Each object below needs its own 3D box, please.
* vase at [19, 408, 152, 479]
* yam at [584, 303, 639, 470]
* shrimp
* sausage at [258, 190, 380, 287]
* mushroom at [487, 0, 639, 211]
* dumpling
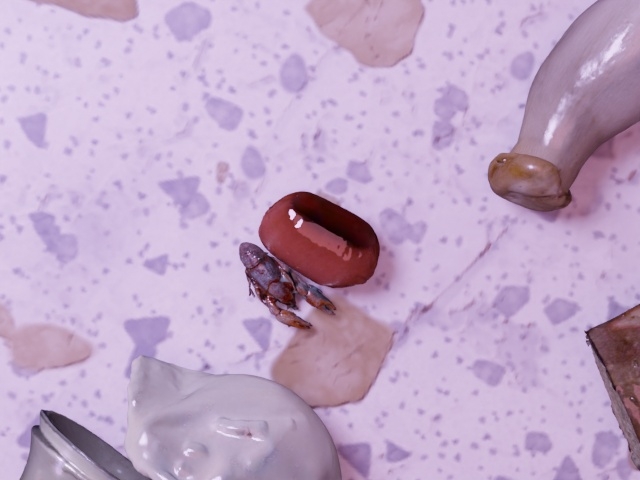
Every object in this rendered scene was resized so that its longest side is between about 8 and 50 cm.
[{"bbox_3d":[-0.251,0.285,1.023,0.173,0.173,0.321,40,85,-5],"label":"vase"},{"bbox_3d":[0.317,0.070,1.052,0.238,0.129,0.128,-29,96,0],"label":"yam"},{"bbox_3d":[-0.031,0.039,1.079,0.092,0.029,0.038,36,90,-9],"label":"shrimp"},{"bbox_3d":[0.000,0.000,1.064,0.094,0.059,0.054,29,128,-6],"label":"sausage"},{"bbox_3d":[0.207,-0.112,1.050,0.088,0.097,0.212,38,91,-16],"label":"mushroom"},{"bbox_3d":[-0.055,0.173,1.029,0.229,0.151,0.124,34,110,-7],"label":"dumpling"}]
